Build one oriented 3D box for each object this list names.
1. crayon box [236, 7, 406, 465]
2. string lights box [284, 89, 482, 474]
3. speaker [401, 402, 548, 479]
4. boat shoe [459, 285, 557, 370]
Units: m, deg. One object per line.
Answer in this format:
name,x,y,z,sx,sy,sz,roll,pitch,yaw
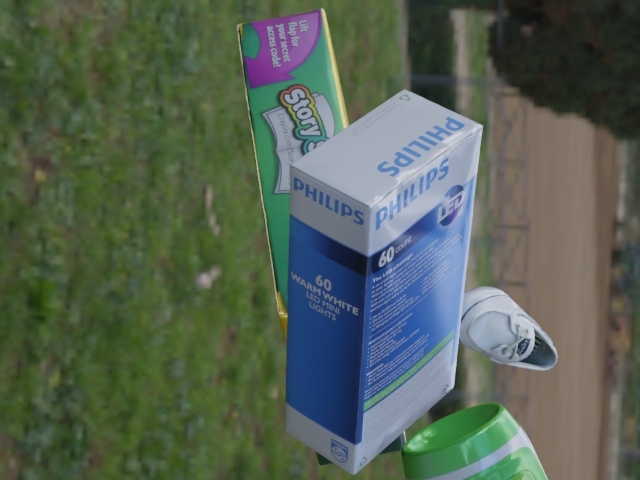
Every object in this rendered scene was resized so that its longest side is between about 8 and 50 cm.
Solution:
crayon box,0.000,0.000,1.594,0.313,0.106,0.363,76,3,-55
string lights box,0.045,0.034,1.141,0.133,0.076,0.260,-35,141,-38
speaker,0.185,0.310,1.452,0.296,0.131,0.131,65,18,-5
boat shoe,0.240,0.116,1.937,0.226,0.076,0.083,16,109,-55
